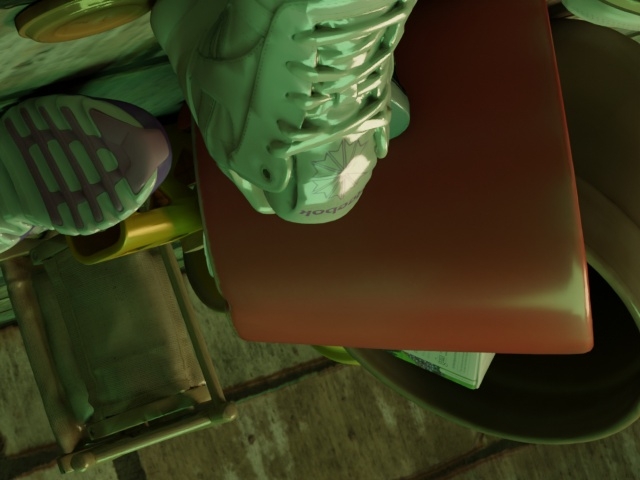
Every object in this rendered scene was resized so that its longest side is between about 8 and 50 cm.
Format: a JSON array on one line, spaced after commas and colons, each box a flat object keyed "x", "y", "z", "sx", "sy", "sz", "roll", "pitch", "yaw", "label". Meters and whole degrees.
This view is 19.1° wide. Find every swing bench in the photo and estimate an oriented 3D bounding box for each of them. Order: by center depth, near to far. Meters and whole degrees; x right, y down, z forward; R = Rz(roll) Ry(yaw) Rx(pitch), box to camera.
[{"x": -0.215, "y": 0.090, "z": 1.906, "sx": 0.165, "sy": 0.253, "sz": 0.254, "roll": -18, "pitch": 177, "yaw": -13, "label": "swing bench"}]

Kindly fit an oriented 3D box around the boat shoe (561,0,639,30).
[{"x": 0.245, "y": -0.181, "z": 1.179, "sx": 0.302, "sy": 0.113, "sz": 0.103, "roll": -18, "pitch": 171, "yaw": -36, "label": "boat shoe"}]

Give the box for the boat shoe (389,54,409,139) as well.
[{"x": -0.007, "y": -0.129, "z": 1.125, "sx": 0.065, "sy": 0.083, "sz": 0.183, "roll": -20, "pitch": 150, "yaw": 19, "label": "boat shoe"}]

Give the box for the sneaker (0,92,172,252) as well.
[{"x": -0.174, "y": -0.051, "z": 1.280, "sx": 0.236, "sy": 0.095, "sz": 0.104, "roll": -15, "pitch": -173, "yaw": 45, "label": "sneaker"}]

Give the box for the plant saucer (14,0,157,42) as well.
[{"x": -0.118, "y": -0.120, "z": 0.995, "sx": 0.083, "sy": 0.013, "sz": 0.083, "roll": -18, "pitch": 176, "yaw": -1, "label": "plant saucer"}]

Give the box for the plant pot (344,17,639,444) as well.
[{"x": 0.181, "y": -0.031, "z": 1.631, "sx": 0.323, "sy": 0.323, "sz": 0.280, "roll": -22, "pitch": -151, "yaw": 49, "label": "plant pot"}]

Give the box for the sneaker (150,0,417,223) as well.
[{"x": 0.009, "y": -0.096, "z": 0.896, "sx": 0.114, "sy": 0.152, "sz": 0.305, "roll": -17, "pitch": 174, "yaw": -18, "label": "sneaker"}]

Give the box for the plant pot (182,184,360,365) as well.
[{"x": 0.000, "y": 0.000, "z": 1.928, "sx": 0.239, "sy": 0.254, "sz": 0.254, "roll": 4, "pitch": 163, "yaw": -39, "label": "plant pot"}]

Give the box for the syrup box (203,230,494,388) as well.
[{"x": 0.035, "y": 0.013, "z": 1.464, "sx": 0.093, "sy": 0.237, "sz": 0.096, "roll": -60, "pitch": 164, "yaw": -29, "label": "syrup box"}]

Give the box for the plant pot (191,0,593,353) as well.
[{"x": 0.050, "y": -0.042, "z": 1.304, "sx": 0.243, "sy": 0.275, "sz": 0.275, "roll": -9, "pitch": 178, "yaw": 6, "label": "plant pot"}]

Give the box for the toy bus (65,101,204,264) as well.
[{"x": -0.116, "y": -0.043, "z": 1.539, "sx": 0.202, "sy": 0.104, "sz": 0.191, "roll": -19, "pitch": 177, "yaw": 7, "label": "toy bus"}]
